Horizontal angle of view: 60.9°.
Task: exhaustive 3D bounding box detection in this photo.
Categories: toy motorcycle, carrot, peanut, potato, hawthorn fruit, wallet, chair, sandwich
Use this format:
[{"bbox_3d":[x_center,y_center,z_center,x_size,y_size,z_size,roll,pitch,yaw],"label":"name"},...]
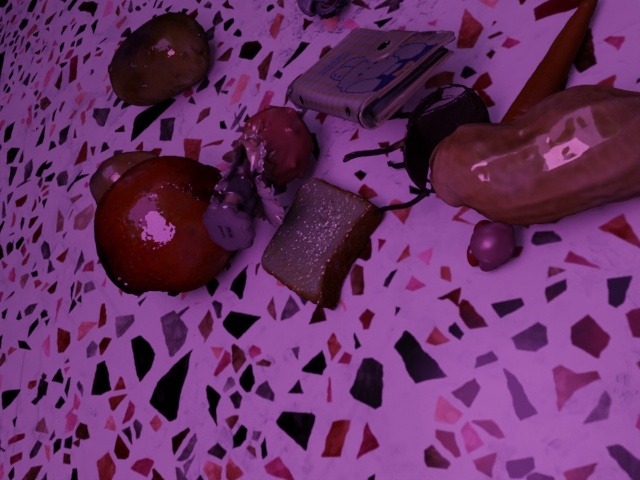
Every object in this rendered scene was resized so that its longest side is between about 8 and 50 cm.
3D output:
[{"bbox_3d":[0.018,-0.576,1.213,0.122,0.080,0.215,2,69,32],"label":"toy motorcycle"},{"bbox_3d":[0.361,-0.257,0.875,0.069,0.069,0.336,25,85,37],"label":"carrot"},{"bbox_3d":[0.329,-0.108,0.762,0.339,0.174,0.158,-21,40,23],"label":"peanut"},{"bbox_3d":[-0.417,-0.462,1.402,0.307,0.173,0.210,-25,63,21],"label":"potato"},{"bbox_3d":[-0.309,-0.023,1.104,0.315,0.316,0.316,-12,67,30],"label":"hawthorn fruit"},{"bbox_3d":[0.082,-0.298,0.980,0.223,0.077,0.309,-39,31,-9],"label":"wallet"},{"bbox_3d":[-0.519,-0.157,1.398,0.202,0.117,0.182,-35,54,20],"label":"potato"},{"bbox_3d":[0.170,-0.153,0.898,0.213,0.174,0.149,-14,36,28],"label":"chair"},{"bbox_3d":[0.000,0.000,1.019,0.186,0.065,0.215,31,90,37],"label":"sandwich"}]

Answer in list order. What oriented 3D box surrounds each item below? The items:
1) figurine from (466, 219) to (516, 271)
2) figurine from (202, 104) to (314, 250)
[{"bbox_3d":[0.263,0.008,0.838,0.071,0.066,0.083,16,99,57],"label":"figurine"},{"bbox_3d":[-0.110,-0.158,1.040,0.166,0.207,0.387,4,50,17],"label":"figurine"}]
